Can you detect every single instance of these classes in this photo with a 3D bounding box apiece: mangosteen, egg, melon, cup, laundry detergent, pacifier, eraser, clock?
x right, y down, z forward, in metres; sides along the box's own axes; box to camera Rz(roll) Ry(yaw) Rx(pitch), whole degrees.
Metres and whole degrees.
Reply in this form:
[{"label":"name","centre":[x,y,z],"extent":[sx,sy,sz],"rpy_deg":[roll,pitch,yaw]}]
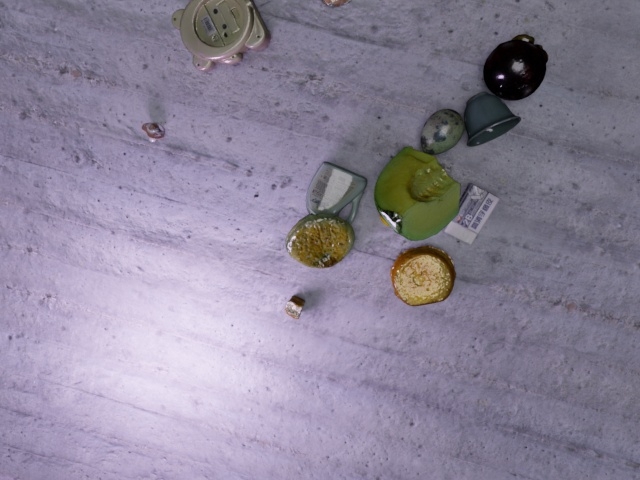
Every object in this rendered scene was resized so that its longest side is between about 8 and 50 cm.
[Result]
[{"label":"mangosteen","centre":[0.685,-0.617,1.598],"extent":[0.212,0.211,0.249],"rpy_deg":[27,77,0]},{"label":"egg","centre":[0.444,-0.395,1.688],"extent":[0.141,0.141,0.181],"rpy_deg":[37,107,-3]},{"label":"melon","centre":[0.331,-0.154,1.640],"extent":[0.344,0.226,0.331],"rpy_deg":[-34,97,-24]},{"label":"cup","centre":[0.593,-0.451,1.656],"extent":[0.199,0.199,0.149],"rpy_deg":[-24,80,10]},{"label":"laundry detergent","centre":[0.045,-0.148,1.799],"extent":[0.215,0.105,0.280],"rpy_deg":[22,103,0]},{"label":"pacifier","centre":[-0.667,-0.428,1.841],"extent":[0.099,0.082,0.078],"rpy_deg":[47,138,19]},{"label":"eraser","centre":[0.579,-0.102,1.774],"extent":[0.125,0.068,0.210],"rpy_deg":[27,104,-3]},{"label":"clock","centre":[-0.371,-0.797,1.704],"extent":[0.310,0.114,0.283],"rpy_deg":[-25,100,13]}]

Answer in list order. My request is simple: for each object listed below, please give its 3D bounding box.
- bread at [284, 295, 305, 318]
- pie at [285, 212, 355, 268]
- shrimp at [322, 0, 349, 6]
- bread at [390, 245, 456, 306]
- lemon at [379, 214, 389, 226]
[{"label":"bread","centre":[-0.108,0.280,1.920],"extent":[0.070,0.083,0.076],"rpy_deg":[23,104,4]},{"label":"pie","centre":[0.000,0.000,1.802],"extent":[0.278,0.078,0.276],"rpy_deg":[-4,129,-5]},{"label":"shrimp","centre":[0.080,-0.971,1.652],"extent":[0.144,0.052,0.250],"rpy_deg":[20,111,-9]},{"label":"bread","centre":[0.401,0.143,1.808],"extent":[0.269,0.145,0.267],"rpy_deg":[1,98,7]},{"label":"lemon","centre":[0.283,-0.106,1.783],"extent":[0.109,0.109,0.132],"rpy_deg":[-20,108,10]}]
